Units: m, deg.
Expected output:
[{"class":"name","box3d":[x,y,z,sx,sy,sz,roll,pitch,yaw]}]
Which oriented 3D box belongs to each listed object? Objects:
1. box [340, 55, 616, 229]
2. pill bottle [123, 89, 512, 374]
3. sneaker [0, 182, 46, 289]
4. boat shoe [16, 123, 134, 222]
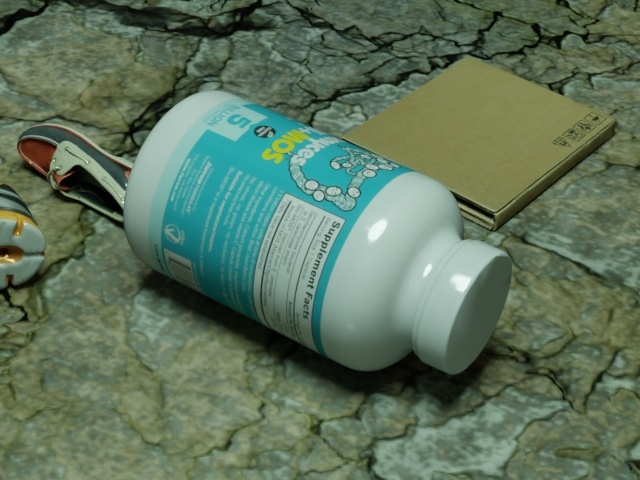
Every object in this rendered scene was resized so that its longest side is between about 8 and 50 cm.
[{"class":"box","box3d":[0.141,-0.093,1.229,0.164,0.021,0.201,28,44,28]},{"class":"pill bottle","box3d":[0.000,0.000,0.993,0.264,0.146,0.146,25,42,24]},{"class":"sneaker","box3d":[-0.316,-0.005,1.029,0.215,0.084,0.083,1,34,-19]},{"class":"boat shoe","box3d":[-0.196,-0.054,1.128,0.137,0.049,0.043,26,44,19]}]
